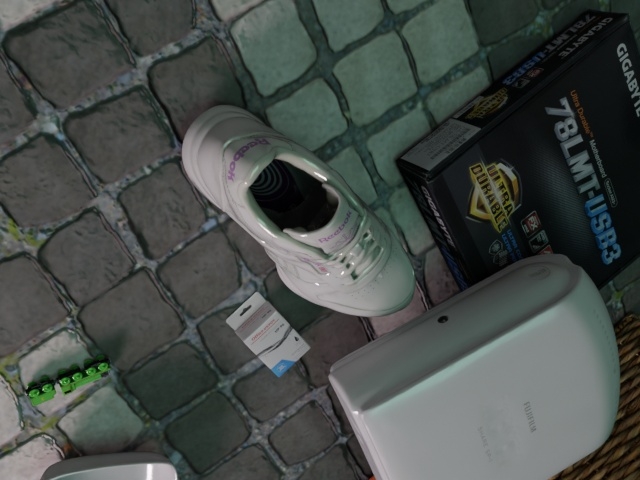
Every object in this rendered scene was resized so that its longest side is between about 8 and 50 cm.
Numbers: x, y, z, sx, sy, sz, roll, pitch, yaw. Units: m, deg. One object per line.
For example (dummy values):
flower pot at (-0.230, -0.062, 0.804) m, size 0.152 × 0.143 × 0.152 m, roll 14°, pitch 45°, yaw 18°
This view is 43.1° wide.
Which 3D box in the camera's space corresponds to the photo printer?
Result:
photo printer at (0.188, 0.172, 0.891) m, size 0.307 × 0.107 × 0.256 m, roll -27°, pitch 122°, yaw -9°

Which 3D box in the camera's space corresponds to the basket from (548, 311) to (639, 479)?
basket at (0.411, 0.286, 1.055) m, size 0.299 × 0.223 × 0.213 m, roll -37°, pitch 122°, yaw -11°

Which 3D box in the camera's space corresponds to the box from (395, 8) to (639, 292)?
box at (0.267, -0.058, 0.932) m, size 0.293 × 0.073 × 0.295 m, roll -37°, pitch 123°, yaw -8°

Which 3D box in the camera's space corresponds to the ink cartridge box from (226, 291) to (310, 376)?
ink cartridge box at (-0.055, 0.099, 0.853) m, size 0.048 × 0.028 × 0.083 m, roll -44°, pitch 123°, yaw -6°

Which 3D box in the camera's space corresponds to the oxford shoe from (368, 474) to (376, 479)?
oxford shoe at (0.073, 0.409, 1.003) m, size 0.097 × 0.098 × 0.271 m, roll 7°, pitch 107°, yaw -29°

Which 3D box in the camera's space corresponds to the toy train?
toy train at (-0.241, 0.135, 0.780) m, size 0.083 × 0.017 × 0.024 m, roll -20°, pitch 128°, yaw -19°

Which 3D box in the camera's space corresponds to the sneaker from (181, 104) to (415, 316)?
sneaker at (0.000, 0.000, 0.769) m, size 0.305 × 0.152 × 0.114 m, roll 38°, pitch 88°, yaw -35°

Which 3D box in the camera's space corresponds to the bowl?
bowl at (-0.223, 0.275, 0.824) m, size 0.142 × 0.053 × 0.142 m, roll 0°, pitch 110°, yaw -28°
